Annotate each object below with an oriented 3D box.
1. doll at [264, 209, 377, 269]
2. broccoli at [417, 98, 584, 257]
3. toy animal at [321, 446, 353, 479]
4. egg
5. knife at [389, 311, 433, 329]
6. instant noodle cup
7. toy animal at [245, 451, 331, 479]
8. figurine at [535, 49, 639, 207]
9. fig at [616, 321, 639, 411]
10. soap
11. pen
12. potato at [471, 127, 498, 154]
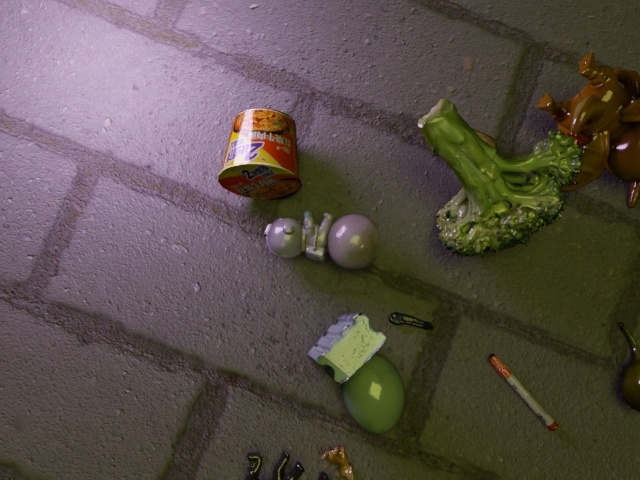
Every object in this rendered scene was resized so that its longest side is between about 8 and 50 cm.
[{"bbox_3d":[0.000,0.000,1.399,0.288,0.151,0.150,3,80,1],"label":"doll"},{"bbox_3d":[0.375,-0.130,1.356,0.397,0.275,0.352,13,98,-19],"label":"broccoli"},{"bbox_3d":[0.045,0.547,1.343,0.081,0.060,0.083,-5,76,-45],"label":"toy animal"},{"bbox_3d":[0.128,0.368,1.332,0.150,0.149,0.192,-8,86,-5],"label":"egg"},{"bbox_3d":[0.236,0.213,1.434,0.121,0.018,0.031,16,72,-1],"label":"knife"},{"bbox_3d":[-0.147,-0.221,1.404,0.213,0.213,0.174,4,71,-3],"label":"instant noodle cup"},{"bbox_3d":[-0.081,0.588,1.296,0.245,0.114,0.146,30,79,2],"label":"toy animal"},{"bbox_3d":[0.769,-0.277,1.447,0.387,0.268,0.401,29,113,-15],"label":"figurine"},{"bbox_3d":[0.819,0.324,1.423,0.124,0.124,0.236,-5,57,-4],"label":"fig"},{"bbox_3d":[0.057,0.249,1.294,0.094,0.261,0.150,42,81,0],"label":"soap"},{"bbox_3d":[0.517,0.388,1.415,0.028,0.028,0.239,-40,85,-9],"label":"pen"},{"bbox_3d":[0.399,-0.251,1.496,0.171,0.080,0.107,15,78,-6],"label":"potato"}]
